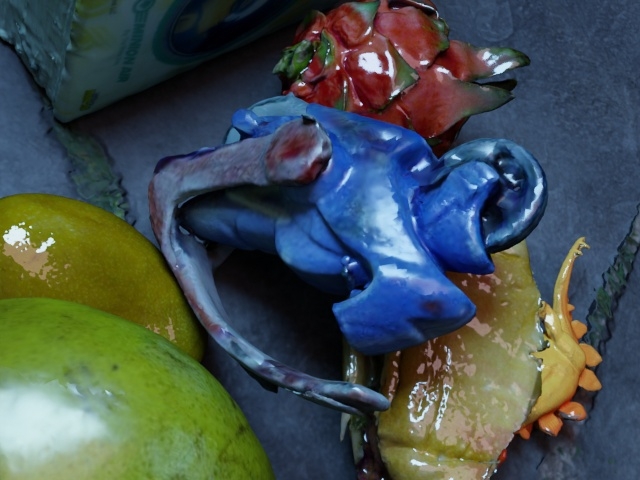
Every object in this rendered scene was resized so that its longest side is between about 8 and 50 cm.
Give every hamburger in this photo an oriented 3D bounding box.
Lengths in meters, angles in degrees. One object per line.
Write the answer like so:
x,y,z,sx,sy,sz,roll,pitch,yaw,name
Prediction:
0.110,0.104,0.696,0.282,0.155,0.245,-32,79,-25,hamburger

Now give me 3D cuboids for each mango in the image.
-0.197,0.041,0.637,0.227,0.099,0.136,31,56,-16,mango

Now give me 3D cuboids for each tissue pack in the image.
-0.101,-0.291,0.706,0.388,0.287,0.162,-33,89,-29,tissue pack

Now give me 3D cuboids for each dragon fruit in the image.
0.076,-0.159,0.774,0.274,0.193,0.192,0,40,-22,dragon fruit

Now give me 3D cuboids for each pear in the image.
-0.171,0.176,0.508,0.307,0.253,0.253,34,60,-15,pear

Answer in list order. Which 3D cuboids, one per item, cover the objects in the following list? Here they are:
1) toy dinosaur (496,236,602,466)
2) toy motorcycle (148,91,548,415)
0.250,0.132,0.791,0.117,0.070,0.288,42,63,-13,toy dinosaur
0.013,0.006,0.624,0.182,0.319,0.241,-4,108,-53,toy motorcycle
